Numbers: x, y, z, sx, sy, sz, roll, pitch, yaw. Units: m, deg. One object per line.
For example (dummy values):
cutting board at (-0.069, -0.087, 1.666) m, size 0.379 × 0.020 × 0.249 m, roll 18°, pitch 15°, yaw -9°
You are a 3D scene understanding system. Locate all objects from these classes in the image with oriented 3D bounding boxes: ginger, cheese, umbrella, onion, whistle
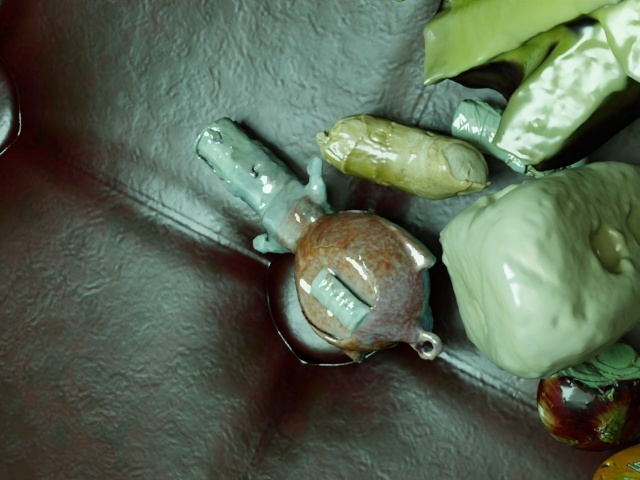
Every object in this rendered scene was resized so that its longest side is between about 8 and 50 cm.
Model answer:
ginger at (0.089, -0.083, 1.238) m, size 0.190 × 0.095 × 0.069 m, roll 18°, pitch 98°, yaw 20°
cheese at (0.234, 0.020, 1.132) m, size 0.251 × 0.248 × 0.173 m, roll -20°, pitch 90°, yaw 11°
umbrella at (0.201, -0.100, 1.225) m, size 0.143 × 0.062 × 0.067 m, roll 19°, pitch 69°, yaw 15°
onion at (0.271, 0.157, 1.196) m, size 0.117 × 0.118 × 0.118 m, roll -4°, pitch 93°, yaw 1°
whistle at (0.000, 0.000, 1.260) m, size 0.346 × 0.134 × 0.142 m, roll 44°, pitch 144°, yaw 17°
ginger at (0.194, -0.290, 1.072) m, size 0.358 × 0.211 × 0.413 m, roll 42°, pitch 114°, yaw 37°

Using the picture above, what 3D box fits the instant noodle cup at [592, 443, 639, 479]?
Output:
instant noodle cup at (0.375, 0.304, 1.127) m, size 0.230 × 0.230 × 0.182 m, roll -3°, pitch 102°, yaw 17°
